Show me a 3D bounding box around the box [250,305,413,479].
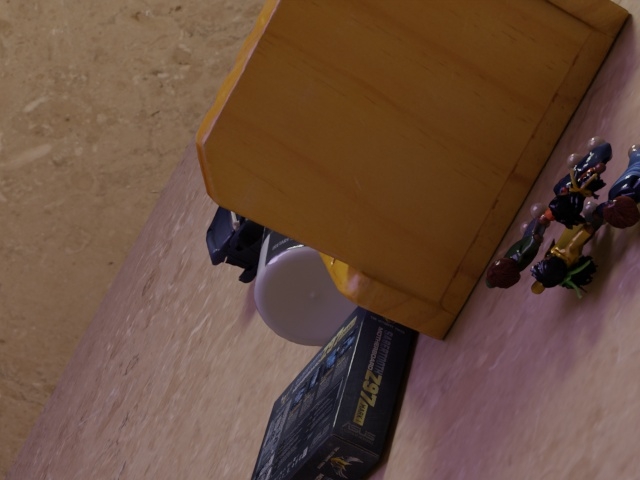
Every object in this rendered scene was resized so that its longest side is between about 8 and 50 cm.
[{"bbox_3d":[0.004,0.183,1.859,0.233,0.059,0.183,-51,17,46],"label":"box"}]

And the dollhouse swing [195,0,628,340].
[{"bbox_3d":[0.056,-0.140,1.768,0.347,0.305,0.315,-62,12,8],"label":"dollhouse swing"}]

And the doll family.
[{"bbox_3d":[0.198,-0.016,1.447,0.111,0.076,0.193,-47,-10,-53],"label":"doll family"}]

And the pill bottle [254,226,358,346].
[{"bbox_3d":[0.000,0.000,2.101,0.130,0.130,0.246,-56,14,28],"label":"pill bottle"}]

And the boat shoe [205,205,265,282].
[{"bbox_3d":[-0.095,-0.076,2.648,0.158,0.127,0.340,-49,17,20],"label":"boat shoe"}]
